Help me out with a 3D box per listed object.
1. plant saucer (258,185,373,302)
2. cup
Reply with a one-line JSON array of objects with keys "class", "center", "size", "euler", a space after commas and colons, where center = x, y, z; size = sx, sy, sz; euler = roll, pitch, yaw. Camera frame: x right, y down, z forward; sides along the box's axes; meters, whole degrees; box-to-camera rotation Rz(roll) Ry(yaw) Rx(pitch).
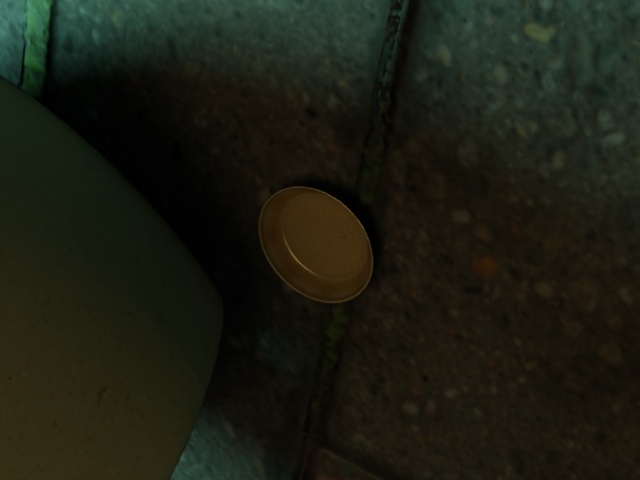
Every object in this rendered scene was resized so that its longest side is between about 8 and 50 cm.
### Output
[{"class": "plant saucer", "center": [0.000, 0.000, 1.239], "size": [0.083, 0.015, 0.083], "euler": [17, 126, 25]}, {"class": "cup", "center": [-0.201, 0.066, 1.247], "size": [0.237, 0.331, 0.331], "euler": [22, 133, -13]}]
